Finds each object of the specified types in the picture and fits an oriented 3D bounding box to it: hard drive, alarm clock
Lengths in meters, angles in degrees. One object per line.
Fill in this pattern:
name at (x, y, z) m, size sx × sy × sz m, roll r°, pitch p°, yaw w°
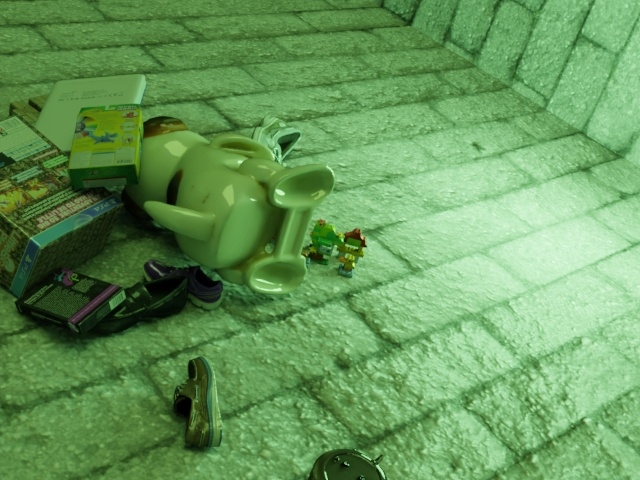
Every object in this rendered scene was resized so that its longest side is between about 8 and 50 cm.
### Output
hard drive at (-0.502, -0.261, 1.968) m, size 0.210 × 0.040 × 0.319 m, roll -4°, pitch 37°, yaw 3°
alarm clock at (0.032, 0.397, 1.444) m, size 0.129 × 0.064 × 0.192 m, roll 38°, pitch 40°, yaw 28°

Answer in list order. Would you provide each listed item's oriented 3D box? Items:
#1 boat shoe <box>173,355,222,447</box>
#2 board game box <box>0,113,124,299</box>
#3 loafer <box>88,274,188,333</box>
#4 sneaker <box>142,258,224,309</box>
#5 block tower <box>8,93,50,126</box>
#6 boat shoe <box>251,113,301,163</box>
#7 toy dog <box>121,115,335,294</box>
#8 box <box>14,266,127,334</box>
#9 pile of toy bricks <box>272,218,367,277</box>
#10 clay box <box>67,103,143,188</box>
boat shoe at (-0.209, 0.262, 1.519) m, size 0.066 × 0.066 × 0.183 m, roll 3°, pitch 35°, yaw -20°
board game box at (-0.567, -0.071, 1.717) m, size 0.291 × 0.141 × 0.232 m, roll 40°, pitch 36°, yaw 9°
loafer at (-0.339, 0.110, 1.670) m, size 0.223 × 0.078 × 0.076 m, roll -15°, pitch 46°, yaw -41°
sneaker at (-0.263, 0.069, 1.780) m, size 0.169 × 0.071 × 0.068 m, roll 21°, pitch 32°, yaw 5°
block tower at (-0.583, -0.297, 2.153) m, size 0.091 × 0.097 × 0.335 m, roll 34°, pitch 34°, yaw 22°
boat shoe at (-0.119, -0.222, 2.259) m, size 0.103 × 0.118 × 0.320 m, roll 14°, pitch 25°, yaw 1°
toy dog at (-0.242, -0.082, 1.857) m, size 0.395 × 0.285 × 0.408 m, roll -13°, pitch 34°, yaw -40°
box at (-0.440, 0.105, 1.612) m, size 0.162 × 0.029 × 0.116 m, roll 15°, pitch 40°, yaw 29°
pile of toy bricks at (0.000, 0.000, 1.986) m, size 0.212 × 0.105 × 0.118 m, roll 15°, pitch 32°, yaw -5°
clay box at (-0.411, -0.187, 1.770) m, size 0.127 × 0.053 × 0.222 m, roll -4°, pitch 39°, yaw -3°
